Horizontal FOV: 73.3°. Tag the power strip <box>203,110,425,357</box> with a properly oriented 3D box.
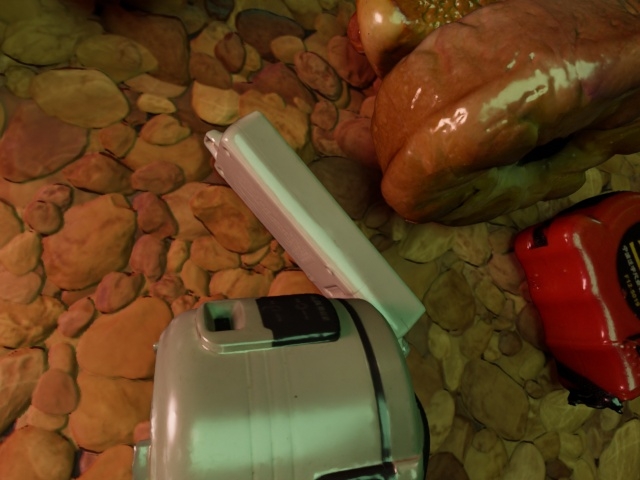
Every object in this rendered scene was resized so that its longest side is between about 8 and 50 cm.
[{"bbox_3d":[0.000,0.000,0.485,0.058,0.098,0.338,-41,94,-21],"label":"power strip"}]

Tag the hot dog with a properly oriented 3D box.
[{"bbox_3d":[0.155,-0.265,0.545,0.257,0.153,0.150,-2,86,-14],"label":"hot dog"}]

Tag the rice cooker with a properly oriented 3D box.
[{"bbox_3d":[-0.028,0.159,0.386,0.244,0.226,0.225,2,81,-15],"label":"rice cooker"}]

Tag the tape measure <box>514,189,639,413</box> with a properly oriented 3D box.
[{"bbox_3d":[0.403,0.063,0.586,0.261,0.114,0.253,-17,86,-21],"label":"tape measure"}]

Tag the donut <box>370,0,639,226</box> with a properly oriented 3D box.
[{"bbox_3d":[0.216,-0.130,0.476,0.318,0.299,0.150,0,66,-40],"label":"donut"}]
